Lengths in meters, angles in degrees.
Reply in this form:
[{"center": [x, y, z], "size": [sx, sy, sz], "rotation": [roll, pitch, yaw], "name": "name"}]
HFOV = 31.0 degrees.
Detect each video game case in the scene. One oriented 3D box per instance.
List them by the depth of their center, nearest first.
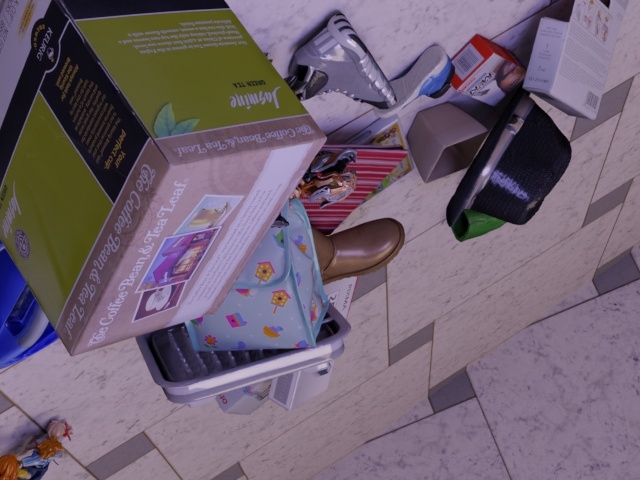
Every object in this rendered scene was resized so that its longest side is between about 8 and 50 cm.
[{"center": [0.067, -0.123, 2.079], "size": [0.206, 0.026, 0.227], "rotation": [-34, 157, -2], "name": "video game case"}]

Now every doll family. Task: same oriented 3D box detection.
[{"center": [-0.562, 0.428, 2.174], "size": [0.263, 0.118, 0.163], "rotation": [-11, 148, -45], "name": "doll family"}]

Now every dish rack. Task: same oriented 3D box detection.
[{"center": [-0.131, 0.180, 1.952], "size": [0.332, 0.285, 0.072], "rotation": [-15, 111, -14], "name": "dish rack"}]

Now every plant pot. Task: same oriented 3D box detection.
[{"center": [0.218, -0.184, 2.074], "size": [0.109, 0.096, 0.109], "rotation": [-22, 156, -29], "name": "plant pot"}]

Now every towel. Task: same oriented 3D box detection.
[{"center": [0.002, -0.084, 1.978], "size": [0.198, 0.031, 0.275], "rotation": [-2, 150, -38], "name": "towel"}]

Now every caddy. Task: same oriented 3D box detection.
[{"center": [-0.413, 0.052, 1.548], "size": [0.241, 0.179, 0.341], "rotation": [-10, 147, -45], "name": "caddy"}]

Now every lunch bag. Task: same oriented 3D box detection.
[{"center": [-0.122, 0.041, 1.822], "size": [0.223, 0.160, 0.262], "rotation": [-3, 127, 16], "name": "lunch bag"}]

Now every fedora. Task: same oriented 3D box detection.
[{"center": [0.368, -0.138, 2.147], "size": [0.334, 0.152, 0.334], "rotation": [-57, 175, -9], "name": "fedora"}]

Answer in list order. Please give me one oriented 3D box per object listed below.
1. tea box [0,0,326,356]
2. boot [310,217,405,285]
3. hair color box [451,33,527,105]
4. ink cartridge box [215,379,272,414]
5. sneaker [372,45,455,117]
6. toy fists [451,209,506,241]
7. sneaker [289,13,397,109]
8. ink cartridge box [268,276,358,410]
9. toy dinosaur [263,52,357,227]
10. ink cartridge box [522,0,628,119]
[{"center": [-0.220, -0.105, 1.310], "size": [0.220, 0.323, 0.329], "rotation": [-14, 151, -42], "name": "tea box"}, {"center": [0.000, 0.000, 2.012], "size": [0.236, 0.089, 0.269], "rotation": [-28, 154, 16], "name": "boot"}, {"center": [0.289, -0.294, 2.010], "size": [0.093, 0.053, 0.167], "rotation": [-45, 157, 21], "name": "hair color box"}, {"center": [-0.145, 0.266, 2.427], "size": [0.176, 0.128, 0.127], "rotation": [-39, 158, 11], "name": "ink cartridge box"}, {"center": [0.160, -0.248, 1.912], "size": [0.152, 0.058, 0.084], "rotation": [-45, 148, 7], "name": "sneaker"}, {"center": [0.374, -0.100, 2.475], "size": [0.142, 0.096, 0.279], "rotation": [-16, 154, -18], "name": "toy fists"}, {"center": [0.021, -0.240, 1.720], "size": [0.132, 0.086, 0.228], "rotation": [-33, 148, 8], "name": "sneaker"}, {"center": [0.018, 0.171, 2.350], "size": [0.261, 0.066, 0.296], "rotation": [-23, 133, -53], "name": "ink cartridge box"}, {"center": [-0.107, -0.128, 1.526], "size": [0.321, 0.218, 0.164], "rotation": [7, 174, 2], "name": "toy dinosaur"}, {"center": [0.461, -0.357, 2.065], "size": [0.275, 0.060, 0.239], "rotation": [10, 95, -60], "name": "ink cartridge box"}]
